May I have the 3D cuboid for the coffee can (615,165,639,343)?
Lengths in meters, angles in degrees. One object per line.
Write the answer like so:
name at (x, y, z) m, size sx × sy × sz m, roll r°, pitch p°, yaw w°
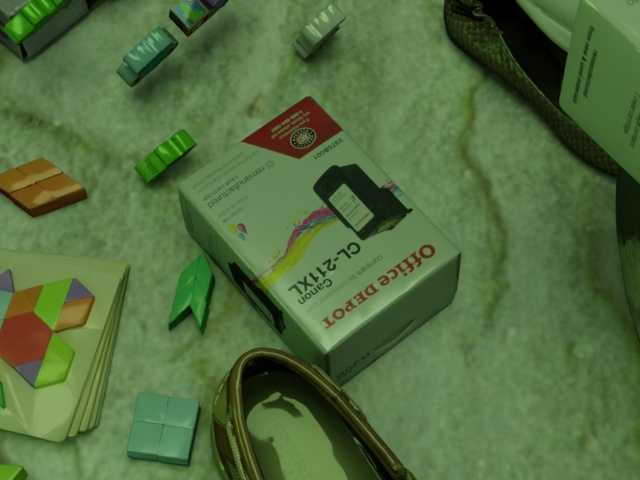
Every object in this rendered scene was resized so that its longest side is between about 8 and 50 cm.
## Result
coffee can at (0.362, 0.002, 0.894) m, size 0.276 × 0.201 × 0.201 m, roll -11°, pitch 63°, yaw -4°

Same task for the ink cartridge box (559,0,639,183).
ink cartridge box at (0.305, -0.068, 0.752) m, size 0.201 × 0.117 × 0.278 m, roll -34°, pitch 65°, yaw -15°

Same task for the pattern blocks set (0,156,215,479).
pattern blocks set at (-0.240, 0.064, 0.978) m, size 0.325 × 0.026 × 0.285 m, roll -2°, pitch 63°, yaw 0°

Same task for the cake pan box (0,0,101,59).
cake pan box at (-0.241, -0.309, 1.150) m, size 0.246 × 0.070 × 0.267 m, roll -41°, pitch 68°, yaw -16°

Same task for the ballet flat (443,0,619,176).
ballet flat at (0.196, -0.131, 1.048) m, size 0.084 × 0.058 × 0.250 m, roll -42°, pitch 69°, yaw -17°

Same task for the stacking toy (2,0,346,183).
stacking toy at (-0.110, -0.171, 1.058) m, size 0.221 × 0.052 × 0.167 m, roll -42°, pitch 91°, yaw -12°

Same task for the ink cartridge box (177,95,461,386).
ink cartridge box at (0.000, 0.000, 0.978) m, size 0.127 × 0.072 × 0.175 m, roll -36°, pitch 67°, yaw -16°

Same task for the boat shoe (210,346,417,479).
boat shoe at (0.028, 0.202, 0.845) m, size 0.123 × 0.120 × 0.324 m, roll -34°, pitch 66°, yaw -15°

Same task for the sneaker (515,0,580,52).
sneaker at (0.286, -0.183, 0.993) m, size 0.305 × 0.152 × 0.114 m, roll 19°, pitch 42°, yaw -5°
